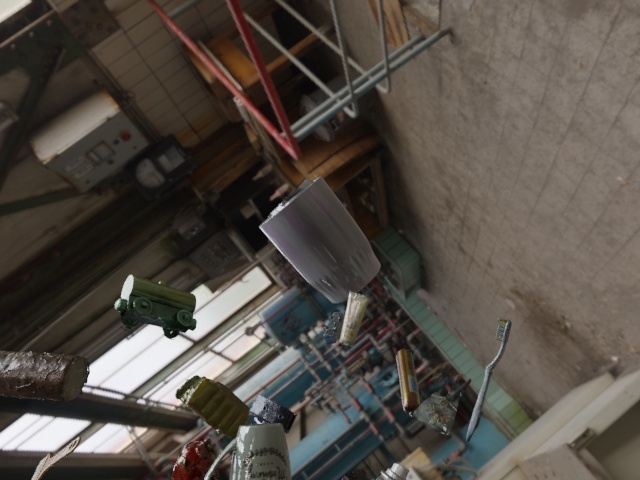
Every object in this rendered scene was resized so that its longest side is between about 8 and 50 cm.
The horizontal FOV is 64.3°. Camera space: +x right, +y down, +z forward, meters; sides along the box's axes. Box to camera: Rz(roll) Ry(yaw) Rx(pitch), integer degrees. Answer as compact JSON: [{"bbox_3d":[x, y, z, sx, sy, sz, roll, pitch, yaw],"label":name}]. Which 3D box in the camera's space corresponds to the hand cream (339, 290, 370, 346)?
[{"bbox_3d":[0.087,0.209,1.340,0.061,0.143,0.039,14,180,31],"label":"hand cream"}]

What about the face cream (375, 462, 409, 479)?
[{"bbox_3d":[0.106,0.601,1.063,0.073,0.284,0.073,29,170,6],"label":"face cream"}]

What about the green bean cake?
[{"bbox_3d":[-0.371,0.562,1.754,0.233,0.124,0.236,46,155,-14],"label":"green bean cake"}]

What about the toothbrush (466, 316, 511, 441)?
[{"bbox_3d":[0.480,0.411,1.470,0.042,0.414,0.035,20,-160,29],"label":"toothbrush"}]

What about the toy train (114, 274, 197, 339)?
[{"bbox_3d":[-0.580,0.236,1.802,0.307,0.126,0.190,24,-148,-37],"label":"toy train"}]

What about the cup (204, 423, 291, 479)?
[{"bbox_3d":[-0.212,0.665,1.492,0.186,0.257,0.234,145,126,-60],"label":"cup"}]

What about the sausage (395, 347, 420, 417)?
[{"bbox_3d":[0.363,0.585,2.090,0.082,0.082,0.372,55,-163,-20],"label":"sausage"}]

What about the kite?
[{"bbox_3d":[0.444,0.567,1.804,0.141,0.245,0.015,26,146,31],"label":"kite"}]

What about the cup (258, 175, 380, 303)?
[{"bbox_3d":[0.000,0.000,1.617,0.372,0.253,0.253,52,174,-7],"label":"cup"}]

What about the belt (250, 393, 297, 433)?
[{"bbox_3d":[-0.235,0.805,2.346,0.218,0.129,0.122,15,156,35],"label":"belt"}]

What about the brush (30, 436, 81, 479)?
[{"bbox_3d":[-0.723,0.599,1.384,0.013,0.272,0.103,39,-151,-23],"label":"brush"}]

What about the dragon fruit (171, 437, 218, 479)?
[{"bbox_3d":[-0.480,0.933,2.017,0.269,0.200,0.198,66,-164,16],"label":"dragon fruit"}]

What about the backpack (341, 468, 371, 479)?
[{"bbox_3d":[0.098,0.791,1.588,0.120,0.165,0.106,6,-160,-34],"label":"backpack"}]

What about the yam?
[{"bbox_3d":[-0.766,0.362,1.357,0.131,0.279,0.131,1,-90,-80],"label":"yam"}]

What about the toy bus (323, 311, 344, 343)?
[{"bbox_3d":[0.056,0.351,2.054,0.153,0.051,0.061,-58,-44,-56],"label":"toy bus"}]
